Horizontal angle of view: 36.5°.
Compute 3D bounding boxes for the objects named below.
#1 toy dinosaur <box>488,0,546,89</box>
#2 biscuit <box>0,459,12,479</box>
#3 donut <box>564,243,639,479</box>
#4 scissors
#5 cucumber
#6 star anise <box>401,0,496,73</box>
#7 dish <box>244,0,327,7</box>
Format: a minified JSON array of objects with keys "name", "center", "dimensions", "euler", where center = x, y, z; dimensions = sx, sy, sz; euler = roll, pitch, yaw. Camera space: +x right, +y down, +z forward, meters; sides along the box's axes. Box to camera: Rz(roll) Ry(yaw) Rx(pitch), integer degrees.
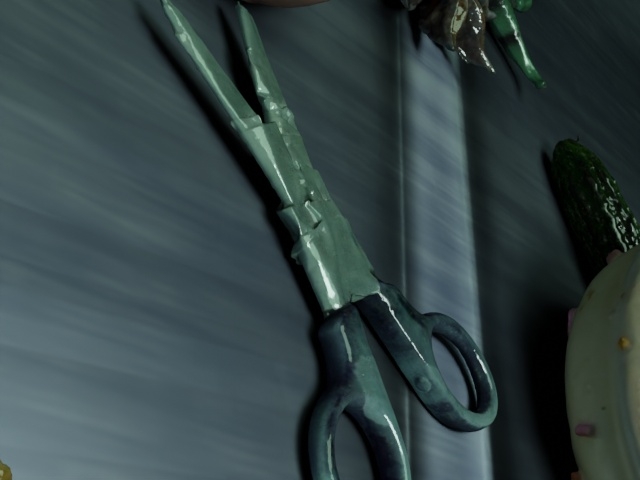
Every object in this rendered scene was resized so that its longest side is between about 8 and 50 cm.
[{"name":"toy dinosaur","center":[0.213,-0.326,1.175],"dimensions":[0.120,0.079,0.292],"euler":[-41,111,-52]},{"name":"biscuit","center":[-0.187,0.144,0.308],"dimensions":[0.131,0.025,0.231],"euler":[44,36,-29]},{"name":"donut","center":[0.364,0.170,0.911],"dimensions":[0.383,0.142,0.382],"euler":[16,65,-38]},{"name":"scissors","center":[0.000,0.000,0.672],"dimensions":[0.256,0.029,0.383],"euler":[-32,95,-57]},{"name":"cucumber","center":[0.327,-0.001,1.096],"dimensions":[0.077,0.077,0.265],"euler":[-2,69,-55]},{"name":"star anise","center":[0.122,-0.255,1.003],"dimensions":[0.204,0.061,0.180],"euler":[-3,70,-55]},{"name":"dish","center":[-0.050,-0.263,0.742],"dimensions":[0.213,0.090,0.213],"euler":[38,38,-37]}]
